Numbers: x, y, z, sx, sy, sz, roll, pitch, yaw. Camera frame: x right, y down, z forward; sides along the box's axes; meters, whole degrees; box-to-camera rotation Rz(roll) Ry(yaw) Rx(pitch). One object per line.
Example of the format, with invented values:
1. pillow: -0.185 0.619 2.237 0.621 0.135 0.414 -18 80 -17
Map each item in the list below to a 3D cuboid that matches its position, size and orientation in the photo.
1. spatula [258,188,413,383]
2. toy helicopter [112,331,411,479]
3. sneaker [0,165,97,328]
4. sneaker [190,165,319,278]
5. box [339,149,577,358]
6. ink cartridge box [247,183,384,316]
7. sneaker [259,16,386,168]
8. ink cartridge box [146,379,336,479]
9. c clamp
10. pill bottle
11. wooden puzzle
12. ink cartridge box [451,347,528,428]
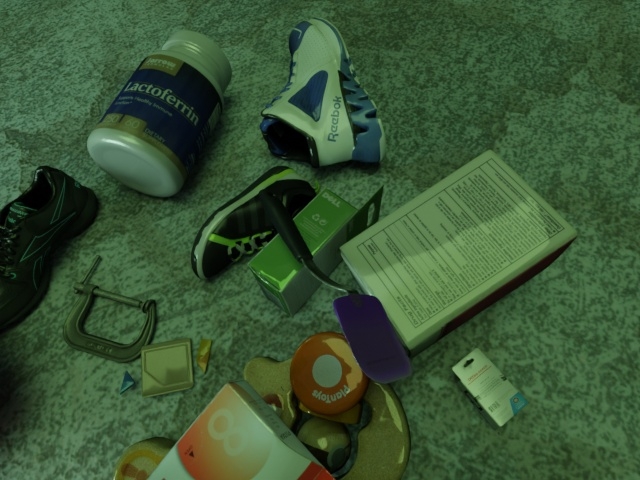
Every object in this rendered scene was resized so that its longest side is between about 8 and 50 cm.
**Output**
1. spatula: -0.001 0.032 0.470 0.296 0.084 0.030 50 119 33
2. toy helicopter: -0.071 0.257 0.465 0.355 0.140 0.235 -18 71 8
3. sneaker: -0.461 0.005 0.622 0.101 0.106 0.267 15 66 11
4. sneaker: -0.091 -0.024 0.616 0.097 0.084 0.235 35 70 19
5. box: 0.166 0.023 0.526 0.232 0.127 0.149 -33 65 -1
6. ink cartridge box: 0.000 0.000 0.582 0.062 0.109 0.209 37 71 20
7. sneaker: -0.029 -0.246 0.703 0.182 0.127 0.315 -19 64 -7
8. ink cartridge box: -0.068 0.246 0.375 0.179 0.045 0.145 39 90 24
9. c clamp: -0.310 0.102 0.603 0.160 0.022 0.137 18 66 13
10. pill bottle: -0.258 -0.220 0.695 0.153 0.153 0.265 12 64 11
11. wooden puzzle: -0.209 0.174 0.559 0.116 0.014 0.078 -3 59 -7
12. ink cartridge box: 0.208 0.184 0.512 0.048 0.028 0.083 -33 65 -12
